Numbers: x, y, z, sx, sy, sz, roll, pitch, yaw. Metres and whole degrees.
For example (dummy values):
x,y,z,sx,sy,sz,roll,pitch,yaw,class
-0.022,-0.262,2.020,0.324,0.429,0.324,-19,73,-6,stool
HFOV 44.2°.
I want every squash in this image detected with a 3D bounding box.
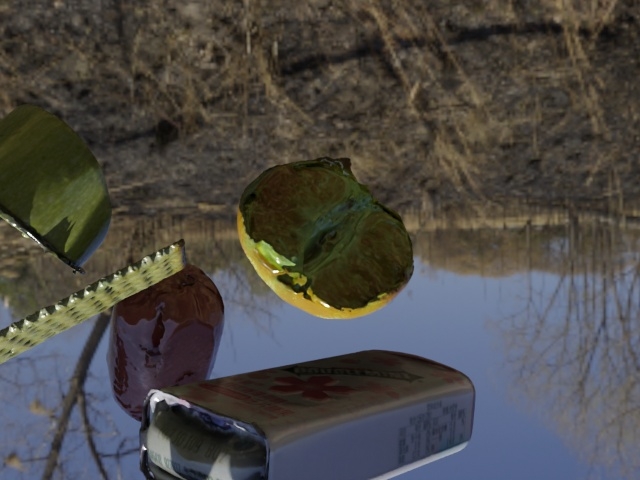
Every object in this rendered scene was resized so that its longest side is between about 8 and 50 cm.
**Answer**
x,y,z,sx,sy,sz,roll,pitch,yaw,class
-0.362,-0.061,1.025,0.133,0.220,0.220,-51,-154,-19,squash

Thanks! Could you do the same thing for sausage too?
x,y,z,sx,sy,sz,roll,pitch,yaw,class
-0.212,0.142,1.068,0.152,0.279,0.152,10,-136,-10,sausage

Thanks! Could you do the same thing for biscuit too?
x,y,z,sx,sy,sz,roll,pitch,yaw,class
-0.234,0.065,0.761,0.231,0.016,0.139,-28,175,-13,biscuit

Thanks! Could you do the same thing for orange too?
x,y,z,sx,sy,sz,roll,pitch,yaw,class
-0.003,0.007,1.436,0.196,0.334,0.262,-50,-178,45,orange

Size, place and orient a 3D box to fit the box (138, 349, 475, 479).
x,y,z,sx,sy,sz,roll,pitch,yaw,class
-0.002,0.200,0.876,0.190,0.112,0.370,6,-177,40,box
